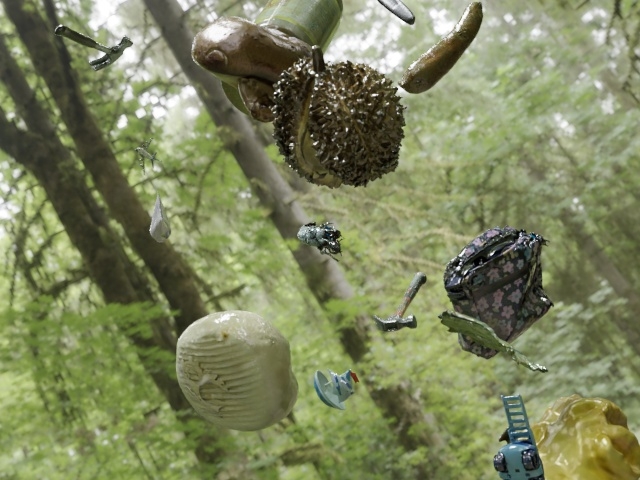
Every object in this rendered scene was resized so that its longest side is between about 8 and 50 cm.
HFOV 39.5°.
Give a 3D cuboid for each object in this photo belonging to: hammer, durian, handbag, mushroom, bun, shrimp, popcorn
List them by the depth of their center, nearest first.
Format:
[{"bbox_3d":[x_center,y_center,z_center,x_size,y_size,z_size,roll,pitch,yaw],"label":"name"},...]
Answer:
[{"bbox_3d":[0.019,-0.159,1.148,0.196,0.196,0.167,-49,0,44],"label":"durian"},{"bbox_3d":[-0.096,-0.290,1.451,0.231,0.194,0.138,25,-69,-36],"label":"mushroom"},{"bbox_3d":[0.320,0.086,1.635,0.228,0.126,0.208,-31,-60,-25],"label":"handbag"},{"bbox_3d":[0.454,0.430,1.662,0.297,0.281,0.316,-58,3,-21],"label":"popcorn"},{"bbox_3d":[-0.166,0.251,1.791,0.273,0.273,0.168,-46,1,39],"label":"bun"},{"bbox_3d":[-0.494,-0.416,1.894,0.103,0.029,0.246,-40,-10,13],"label":"hammer"},{"bbox_3d":[-0.005,0.001,1.894,0.076,0.082,0.174,-19,15,-22],"label":"shrimp"},{"bbox_3d":[0.209,0.145,2.148,0.111,0.033,0.288,-10,17,25],"label":"hammer"}]

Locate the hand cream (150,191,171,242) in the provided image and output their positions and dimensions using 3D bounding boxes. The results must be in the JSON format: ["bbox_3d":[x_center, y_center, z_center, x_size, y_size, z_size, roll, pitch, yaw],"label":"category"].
[{"bbox_3d":[-0.397,-0.046,2.220,0.053,0.084,0.142,-5,-35,-16],"label":"hand cream"}]

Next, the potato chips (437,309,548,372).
[{"bbox_3d":[0.270,0.161,1.446,0.028,0.207,0.092,-53,-46,-11],"label":"potato chips"}]

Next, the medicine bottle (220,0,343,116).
[{"bbox_3d":[-0.067,-0.390,1.756,0.151,0.151,0.322,-51,10,47],"label":"medicine bottle"}]

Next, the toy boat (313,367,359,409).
[{"bbox_3d":[0.046,0.343,2.058,0.149,0.105,0.034,-11,14,41],"label":"toy boat"}]

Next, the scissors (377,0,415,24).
[{"bbox_3d":[0.097,-0.425,1.518,0.088,0.220,0.017,-43,-37,6],"label":"scissors"}]

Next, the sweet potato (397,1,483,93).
[{"bbox_3d":[0.279,-0.421,1.967,0.273,0.075,0.075,-47,-16,-10],"label":"sweet potato"}]

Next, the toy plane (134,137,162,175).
[{"bbox_3d":[-0.344,-0.169,1.760,0.024,0.078,0.084,7,-10,24],"label":"toy plane"}]

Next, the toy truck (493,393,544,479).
[{"bbox_3d":[0.274,0.288,1.237,0.063,0.136,0.074,-10,13,28],"label":"toy truck"}]
